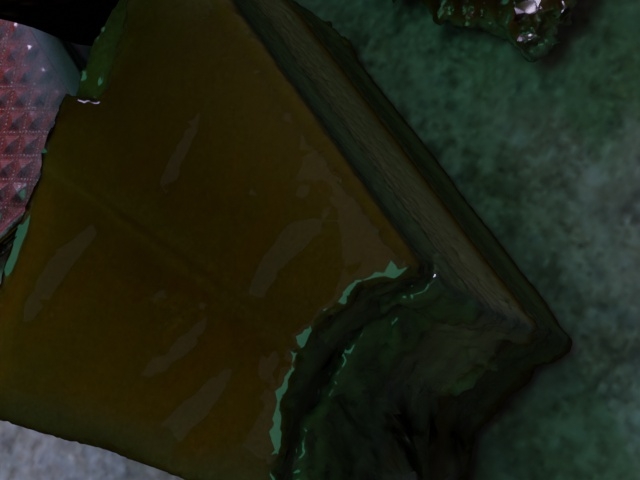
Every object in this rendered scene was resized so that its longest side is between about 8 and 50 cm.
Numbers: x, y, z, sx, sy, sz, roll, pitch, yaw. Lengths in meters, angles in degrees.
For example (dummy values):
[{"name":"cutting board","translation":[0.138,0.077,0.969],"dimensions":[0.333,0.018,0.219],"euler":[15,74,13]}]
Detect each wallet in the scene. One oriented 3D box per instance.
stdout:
[{"name":"wallet","translation":[-0.181,-0.089,1.061],"dimensions":[0.103,0.020,0.196],"euler":[-43,58,13]}]

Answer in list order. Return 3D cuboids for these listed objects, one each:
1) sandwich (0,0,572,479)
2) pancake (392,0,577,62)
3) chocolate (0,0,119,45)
[{"name":"sandwich","translation":[0.000,0.000,0.840],"dimensions":[0.198,0.155,0.227],"euler":[13,83,32]},{"name":"pancake","translation":[0.073,-0.200,0.909],"dimensions":[0.266,0.057,0.244],"euler":[-35,59,22]},{"name":"chocolate","translation":[-0.166,-0.272,0.962],"dimensions":[0.225,0.210,0.340],"euler":[-29,53,31]}]
